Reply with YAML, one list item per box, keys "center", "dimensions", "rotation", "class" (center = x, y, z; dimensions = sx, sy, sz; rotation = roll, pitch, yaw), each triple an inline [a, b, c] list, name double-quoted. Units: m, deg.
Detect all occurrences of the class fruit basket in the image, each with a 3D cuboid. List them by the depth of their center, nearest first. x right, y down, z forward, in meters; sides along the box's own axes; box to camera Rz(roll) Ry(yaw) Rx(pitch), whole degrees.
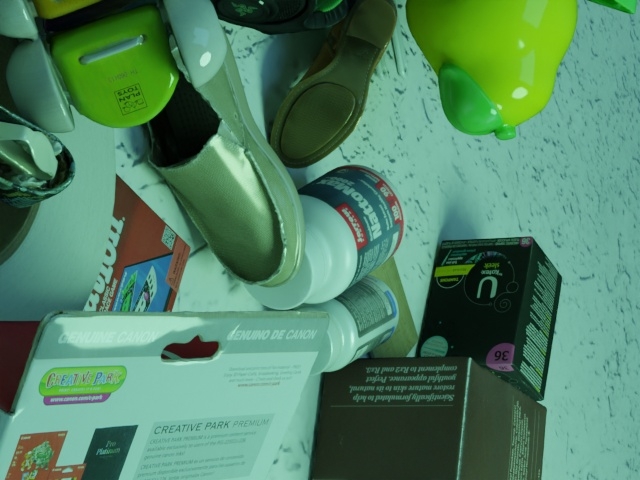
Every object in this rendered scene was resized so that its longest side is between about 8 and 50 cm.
- center: [0.169, -0.301, 1.852]
  dimensions: [0.392, 0.283, 0.392]
  rotation: [-26, 129, -37]
  class: "fruit basket"

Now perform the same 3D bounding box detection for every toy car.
- center: [-0.164, -0.175, 1.289]
  dimensions: [0.136, 0.159, 0.182]
  rotation: [-117, -173, -66]
  class: "toy car"

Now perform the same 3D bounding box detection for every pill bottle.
- center: [0.000, 0.000, 1.696]
  dimensions: [0.180, 0.108, 0.108]
  rotation: [-34, 116, -57]
  class: "pill bottle"
- center: [0.015, 0.085, 1.743]
  dimensions: [0.137, 0.078, 0.078]
  rotation: [-23, 107, -59]
  class: "pill bottle"

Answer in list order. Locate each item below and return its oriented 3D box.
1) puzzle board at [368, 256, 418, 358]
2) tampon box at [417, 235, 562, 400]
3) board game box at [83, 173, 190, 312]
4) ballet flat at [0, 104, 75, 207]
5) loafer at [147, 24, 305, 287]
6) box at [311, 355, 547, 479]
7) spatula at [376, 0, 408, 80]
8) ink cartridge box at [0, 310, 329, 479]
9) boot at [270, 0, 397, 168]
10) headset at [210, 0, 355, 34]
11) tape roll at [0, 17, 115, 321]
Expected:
- center: [0.067, 0.077, 1.900]
  dimensions: [0.096, 0.011, 0.128]
  rotation: [-48, 126, -50]
  class: "puzzle board"
- center: [0.194, 0.090, 2.007]
  dimensions: [0.101, 0.120, 0.161]
  rotation: [47, 48, -48]
  class: "tampon box"
- center: [-0.187, 0.089, 1.447]
  dimensions: [0.145, 0.027, 0.281]
  rotation: [47, 48, -46]
  class: "board game box"
- center: [-0.234, -0.079, 1.207]
  dimensions: [0.188, 0.070, 0.070]
  rotation: [33, 59, -54]
  class: "ballet flat"
- center: [-0.100, -0.070, 1.553]
  dimensions: [0.092, 0.102, 0.269]
  rotation: [-42, 113, -52]
  class: "loafer"
- center: [0.115, 0.225, 1.808]
  dimensions: [0.203, 0.168, 0.167]
  rotation: [35, 58, -54]
  class: "box"
- center: [0.042, -0.277, 1.895]
  dimensions: [0.168, 0.019, 0.242]
  rotation: [-38, 121, -59]
  class: "spatula"
- center: [-0.168, 0.141, 1.236]
  dimensions: [0.309, 0.130, 0.272]
  rotation: [4, 113, -55]
  class: "ink cartridge box"
- center: [0.017, -0.163, 1.777]
  dimensions: [0.197, 0.073, 0.152]
  rotation: [-55, -173, 6]
  class: "boot"
- center: [-0.047, -0.311, 1.574]
  dimensions: [0.394, 0.185, 0.243]
  rotation: [-10, 95, -59]
  class: "headset"
- center: [-0.286, -0.073, 1.252]
  dimensions: [0.392, 0.072, 0.392]
  rotation: [13, 75, -59]
  class: "tape roll"
